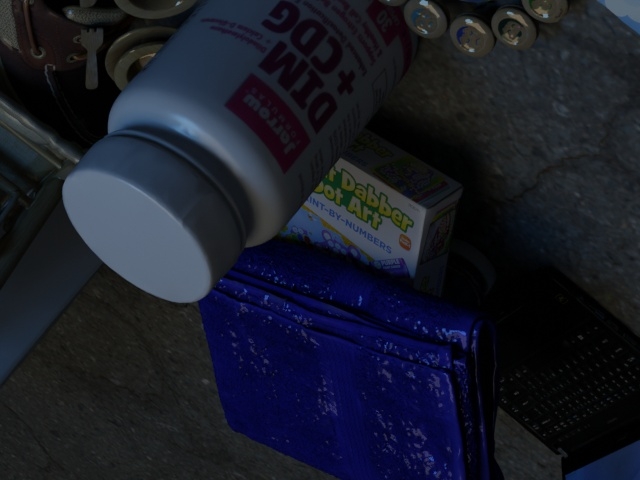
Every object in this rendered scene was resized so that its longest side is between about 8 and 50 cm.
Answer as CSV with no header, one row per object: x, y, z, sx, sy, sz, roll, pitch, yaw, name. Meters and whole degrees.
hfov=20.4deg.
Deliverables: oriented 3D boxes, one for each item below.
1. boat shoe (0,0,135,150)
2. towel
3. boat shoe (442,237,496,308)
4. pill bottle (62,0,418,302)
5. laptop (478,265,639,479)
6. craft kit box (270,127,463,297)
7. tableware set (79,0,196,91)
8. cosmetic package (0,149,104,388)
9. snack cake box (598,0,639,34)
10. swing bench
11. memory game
-0.221,-0.205,1.555,0.123,0.123,0.342,17,140,29,boat shoe
0.019,0.124,1.530,0.308,0.076,0.227,19,128,38,towel
0.067,0.069,1.658,0.095,0.079,0.254,48,148,-15,boat shoe
-0.060,-0.097,1.363,0.160,0.283,0.160,27,148,18,pill bottle
0.217,0.186,1.605,0.264,0.136,0.234,40,149,-4,laptop
0.000,0.000,1.568,0.250,0.061,0.246,32,133,29,craft kit box
-0.137,-0.178,1.500,0.128,0.039,0.194,-6,146,-9,tableware set
-0.459,-0.003,1.872,0.329,0.327,0.394,47,149,-16,cosmetic package
0.198,-0.230,1.103,0.264,0.089,0.152,39,149,-1,snack cake box
-0.379,-0.045,1.576,0.253,0.254,0.165,39,163,-16,swing bench
0.098,-0.211,1.282,0.186,0.012,0.186,20,139,19,memory game
